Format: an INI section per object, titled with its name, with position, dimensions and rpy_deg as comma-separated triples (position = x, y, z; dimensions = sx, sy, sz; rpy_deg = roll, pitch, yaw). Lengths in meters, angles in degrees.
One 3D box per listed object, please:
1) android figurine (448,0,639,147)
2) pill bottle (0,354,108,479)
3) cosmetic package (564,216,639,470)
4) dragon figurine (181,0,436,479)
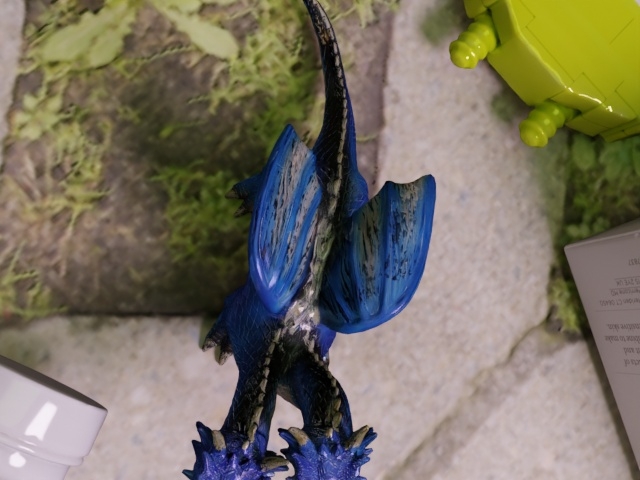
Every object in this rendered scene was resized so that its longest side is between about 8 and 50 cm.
[android figurine]
position = 0.192, -0.173, 0.552
dimensions = 0.248, 0.056, 0.273
rpy_deg = 45, 75, -7
[pill bottle]
position = -0.174, 0.146, 0.393
dimensions = 0.108, 0.108, 0.193
rpy_deg = 29, 77, -11
[cosmetic package]
position = 0.307, 0.137, 0.503
dimensions = 0.197, 0.155, 0.365
rpy_deg = -20, 89, -19
[dragon figurine]
position = 0.000, 0.000, 0.436
dimensions = 0.085, 0.144, 0.289
rpy_deg = 18, 80, -13
